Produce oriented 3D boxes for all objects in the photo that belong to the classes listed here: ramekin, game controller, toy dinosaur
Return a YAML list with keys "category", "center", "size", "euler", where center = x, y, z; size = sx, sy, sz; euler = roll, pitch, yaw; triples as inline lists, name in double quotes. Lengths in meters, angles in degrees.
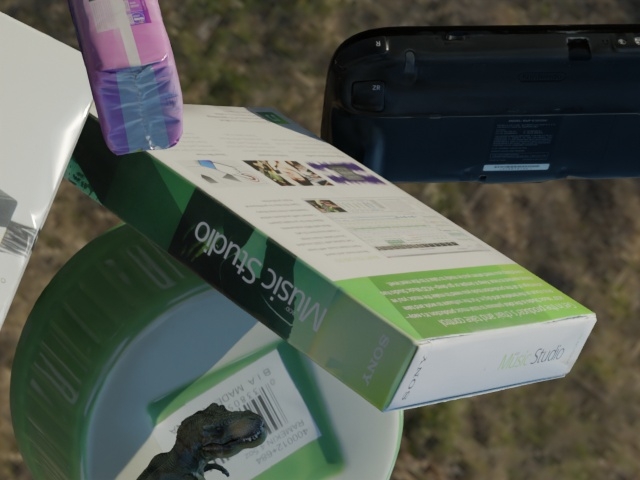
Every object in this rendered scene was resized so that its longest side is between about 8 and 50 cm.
- category: "ramekin"
  center: [-0.082, 0.133, 1.398]
  size: [0.303, 0.148, 0.303]
  euler: [-6, 107, -21]
- category: "game controller"
  center: [0.161, -0.105, 1.386]
  size: [0.319, 0.067, 0.166]
  euler: [-1, 151, -6]
- category: "toy dinosaur"
  center: [-0.112, 0.218, 1.250]
  size: [0.118, 0.064, 0.268]
  euler: [32, 106, -34]

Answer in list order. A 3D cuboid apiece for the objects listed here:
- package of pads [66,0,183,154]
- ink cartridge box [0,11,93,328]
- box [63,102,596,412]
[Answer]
- category: "package of pads"
  center: [-0.073, -0.076, 0.636]
  size: [0.032, 0.083, 0.050]
  euler: [-12, 145, -10]
- category: "ink cartridge box"
  center: [-0.259, 0.036, 1.005]
  size: [0.223, 0.129, 0.307]
  euler: [-41, -153, 54]
- category: "box"
  center: [0.000, 0.000, 1.191]
  size: [0.232, 0.322, 0.058]
  euler: [-3, 120, -54]
